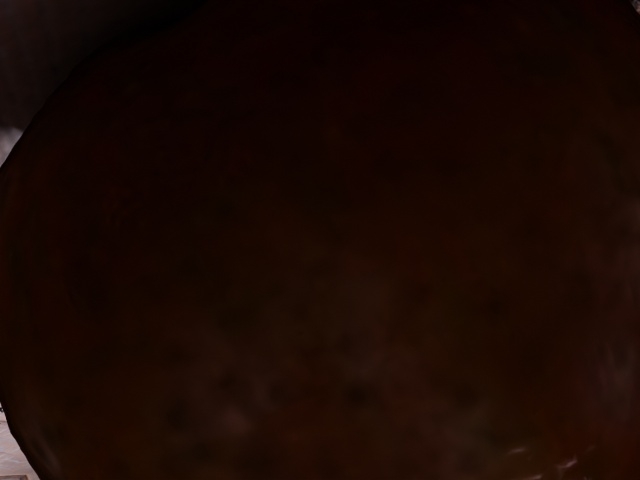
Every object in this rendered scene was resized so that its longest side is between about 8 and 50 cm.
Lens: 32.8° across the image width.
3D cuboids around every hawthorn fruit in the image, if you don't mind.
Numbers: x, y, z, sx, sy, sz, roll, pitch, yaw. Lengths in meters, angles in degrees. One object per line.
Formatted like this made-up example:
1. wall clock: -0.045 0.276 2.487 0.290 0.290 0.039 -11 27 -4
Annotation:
1. hawthorn fruit: 0.033 0.055 0.578 0.403 0.402 0.403 -26 172 -4

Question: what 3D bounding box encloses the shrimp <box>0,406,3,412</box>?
1. shrimp: -0.364 0.158 1.099 0.082 0.076 0.174 -4 -173 38

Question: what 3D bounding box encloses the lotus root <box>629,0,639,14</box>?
1. lotus root: 0.196 -0.131 0.867 0.221 0.118 0.125 -31 -172 48
